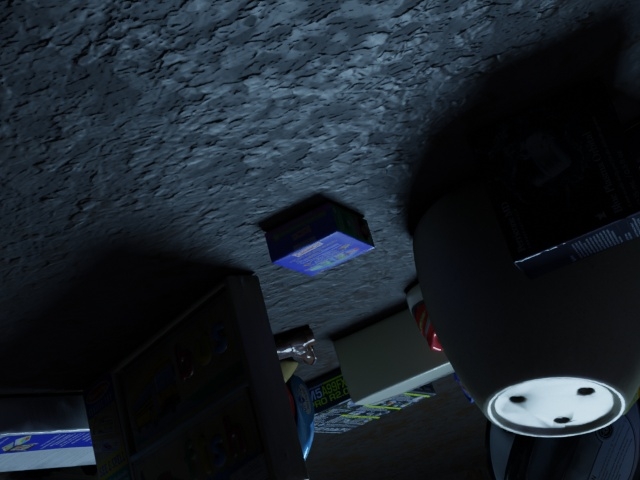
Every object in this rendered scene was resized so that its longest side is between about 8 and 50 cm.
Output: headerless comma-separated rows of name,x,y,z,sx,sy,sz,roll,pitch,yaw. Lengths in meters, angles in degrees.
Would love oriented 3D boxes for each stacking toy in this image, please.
stacking toy,-0.173,0.301,1.996,0.302,0.175,0.166,8,123,-19

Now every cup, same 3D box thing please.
cup,0.278,0.099,1.504,0.331,0.237,0.331,2,147,1

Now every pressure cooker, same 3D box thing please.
pressure cooker,0.482,0.346,2.063,0.420,0.370,0.375,16,144,-37

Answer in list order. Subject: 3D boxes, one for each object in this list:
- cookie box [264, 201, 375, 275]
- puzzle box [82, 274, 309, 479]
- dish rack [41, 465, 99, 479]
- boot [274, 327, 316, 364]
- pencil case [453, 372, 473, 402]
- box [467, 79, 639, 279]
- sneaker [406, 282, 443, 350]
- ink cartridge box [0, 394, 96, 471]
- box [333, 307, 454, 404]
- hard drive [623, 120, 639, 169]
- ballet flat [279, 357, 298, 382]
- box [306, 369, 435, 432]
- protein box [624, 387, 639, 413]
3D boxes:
cookie box,0.000,0.000,1.439,0.092,0.040,0.107,-25,160,19
puzzle box,-0.179,0.248,1.614,0.052,0.272,0.409,3,151,-39
dish rack,-0.325,0.457,2.222,0.332,0.072,0.285,2,166,14
boot,-0.065,0.176,1.873,0.114,0.037,0.106,-19,148,-10
pencil case,0.383,0.199,2.233,0.306,0.119,0.133,-15,170,-10
box,0.264,-0.063,1.330,0.158,0.156,0.093,-23,160,15
sneaker,0.237,0.078,1.756,0.107,0.118,0.279,-5,157,-35
ink cartridge box,-0.419,0.286,1.805,0.175,0.069,0.371,-33,154,34
box,0.167,0.162,1.942,0.275,0.113,0.094,-25,161,22
hard drive,0.516,-0.124,1.541,0.339,0.064,0.237,0,154,-45
ballet flat,-0.117,0.224,1.903,0.232,0.073,0.080,3,152,-47
box,0.064,0.292,2.287,0.216,0.060,0.270,-27,160,22
protein box,0.394,0.138,1.824,0.201,0.136,0.200,6,-153,39
